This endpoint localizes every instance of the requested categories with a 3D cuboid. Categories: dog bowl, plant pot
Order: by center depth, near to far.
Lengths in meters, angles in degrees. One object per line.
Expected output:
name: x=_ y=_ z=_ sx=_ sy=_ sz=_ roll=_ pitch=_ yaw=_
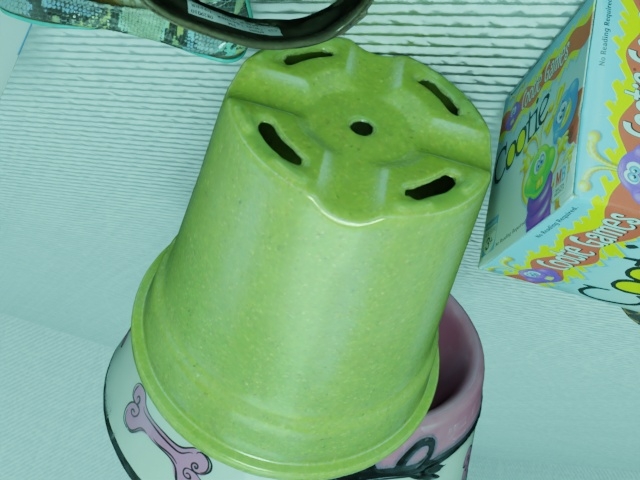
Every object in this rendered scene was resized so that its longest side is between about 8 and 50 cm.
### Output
plant pot: x=0.000 y=0.000 z=0.559 sx=0.276 sy=0.276 sz=0.253 roll=15 pitch=137 yaw=-3
dog bowl: x=-0.012 y=0.125 z=0.779 sx=0.408 sy=0.408 sz=0.150 roll=16 pitch=119 yaw=-5

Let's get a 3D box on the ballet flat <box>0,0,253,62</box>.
ballet flat: x=-0.134 y=-0.173 z=0.494 sx=0.189 sy=0.070 sz=0.070 roll=11 pitch=160 yaw=3

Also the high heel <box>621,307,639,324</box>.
high heel: x=0.306 y=0.017 z=0.628 sx=0.261 sy=0.093 sz=0.186 roll=19 pitch=168 yaw=14

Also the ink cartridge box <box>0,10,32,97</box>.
ink cartridge box: x=-0.313 y=-0.155 z=0.581 sx=0.180 sy=0.104 sz=0.060 roll=1 pitch=157 yaw=35

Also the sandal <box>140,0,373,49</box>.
sandal: x=-0.026 y=-0.119 z=0.298 sx=0.120 sy=0.086 sz=0.303 roll=-26 pitch=-176 yaw=26

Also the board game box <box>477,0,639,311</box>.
board game box: x=0.265 y=-0.028 z=0.471 sx=0.276 sy=0.142 sz=0.144 roll=15 pitch=160 yaw=-4
